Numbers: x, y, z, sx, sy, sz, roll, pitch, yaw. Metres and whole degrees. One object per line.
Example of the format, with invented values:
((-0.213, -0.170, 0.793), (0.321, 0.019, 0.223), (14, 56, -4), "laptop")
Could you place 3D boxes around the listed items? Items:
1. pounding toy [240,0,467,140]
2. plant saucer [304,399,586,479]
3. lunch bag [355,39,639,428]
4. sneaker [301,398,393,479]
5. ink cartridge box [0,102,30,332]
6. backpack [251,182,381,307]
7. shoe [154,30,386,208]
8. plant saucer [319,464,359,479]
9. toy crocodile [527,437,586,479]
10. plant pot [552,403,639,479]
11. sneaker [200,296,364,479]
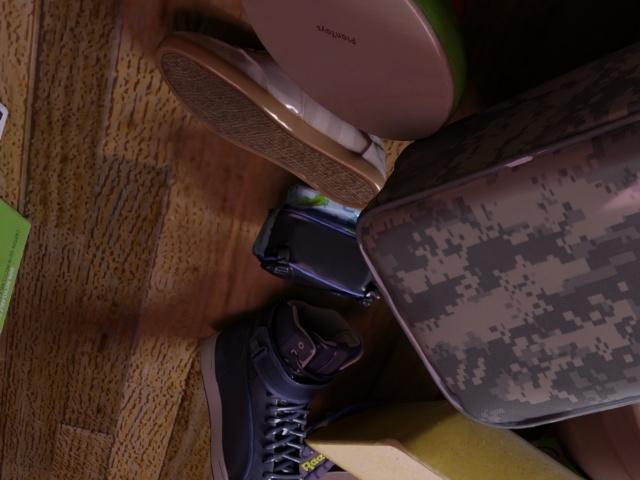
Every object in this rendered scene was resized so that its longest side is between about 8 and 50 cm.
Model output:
((0.024, -0.186, 0.993), (0.237, 0.110, 0.183), (39, 156, 9), "pounding toy")
((0.172, 0.246, 1.375), (0.332, 0.081, 0.333), (34, 166, -7), "plant saucer")
((0.216, -0.035, 1.010), (0.305, 0.256, 0.213), (-20, 112, 35), "lunch bag")
((0.020, 0.203, 1.538), (0.144, 0.059, 0.053), (-32, 102, 20), "sneaker")
((-0.307, -0.026, 1.186), (0.097, 0.189, 0.255), (-17, 138, 29), "ink cartridge box")
((0.000, 0.000, 1.228), (0.105, 0.084, 0.114), (21, 176, -12), "backpack")
((-0.034, -0.103, 1.138), (0.219, 0.058, 0.076), (34, 149, -25), "shoe")
((0.044, 0.294, 1.668), (0.168, 0.029, 0.168), (7, 143, 5), "plant saucer")
((0.345, 0.227, 1.447), (0.340, 0.105, 0.115), (-7, 140, 22), "toy crocodile")
((0.317, 0.132, 1.244), (0.263, 0.263, 0.229), (20, 160, -14), "plant pot")
((-0.026, 0.164, 1.359), (0.163, 0.226, 0.086), (-30, 155, 36), "sneaker")
